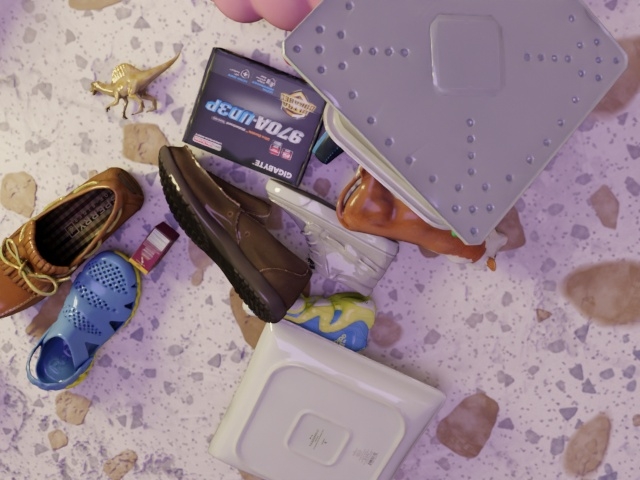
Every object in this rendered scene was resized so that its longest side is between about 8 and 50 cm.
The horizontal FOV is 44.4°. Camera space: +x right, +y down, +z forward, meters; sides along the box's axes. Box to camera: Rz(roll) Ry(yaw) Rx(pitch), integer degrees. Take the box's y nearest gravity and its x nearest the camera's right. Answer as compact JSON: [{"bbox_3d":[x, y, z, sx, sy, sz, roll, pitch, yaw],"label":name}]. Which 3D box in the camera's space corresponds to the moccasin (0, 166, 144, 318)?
[{"bbox_3d":[-0.480,0.017,1.402,0.380,0.147,0.139,-31,97,13],"label":"moccasin"}]

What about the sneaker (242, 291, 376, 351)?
[{"bbox_3d":[-0.021,0.157,1.404,0.240,0.091,0.126,2,103,6],"label":"sneaker"}]

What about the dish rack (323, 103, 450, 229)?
[{"bbox_3d":[0.201,-0.214,1.216,0.285,0.072,0.333,41,71,2],"label":"dish rack"}]

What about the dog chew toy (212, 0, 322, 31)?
[{"bbox_3d":[-0.025,-0.422,1.229,0.331,0.206,0.207,-3,102,16],"label":"dog chew toy"}]

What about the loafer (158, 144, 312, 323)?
[{"bbox_3d":[-0.149,-0.027,1.359,0.130,0.134,0.366,-35,81,-22],"label":"loafer"}]

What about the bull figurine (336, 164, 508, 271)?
[{"bbox_3d":[0.186,-0.057,1.297,0.310,0.101,0.189,11,105,-12],"label":"bull figurine"}]

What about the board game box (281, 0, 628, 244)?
[{"bbox_3d":[0.199,-0.259,1.118,0.390,0.050,0.390,44,78,-12],"label":"board game box"}]

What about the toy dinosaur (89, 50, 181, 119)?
[{"bbox_3d":[-0.322,-0.267,1.369,0.183,0.053,0.093,-16,98,10],"label":"toy dinosaur"}]

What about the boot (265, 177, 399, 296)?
[{"bbox_3d":[0.000,0.000,1.363,0.258,0.095,0.123,29,99,0],"label":"boot"}]

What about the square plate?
[{"bbox_3d":[0.000,0.344,1.423,0.344,0.049,0.347,25,116,-2],"label":"square plate"}]

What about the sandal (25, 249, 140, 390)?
[{"bbox_3d":[-0.438,0.161,1.436,0.126,0.138,0.317,31,103,2],"label":"sandal"}]

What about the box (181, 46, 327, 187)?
[{"bbox_3d":[-0.107,-0.213,1.353,0.220,0.051,0.175,22,104,2],"label":"box"}]

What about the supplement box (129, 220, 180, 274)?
[{"bbox_3d":[-0.301,0.013,1.426,0.043,0.055,0.083,39,103,-2],"label":"supplement box"}]

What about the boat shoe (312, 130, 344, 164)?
[{"bbox_3d":[0.100,-0.208,1.300,0.258,0.109,0.089,-41,91,16],"label":"boat shoe"}]
